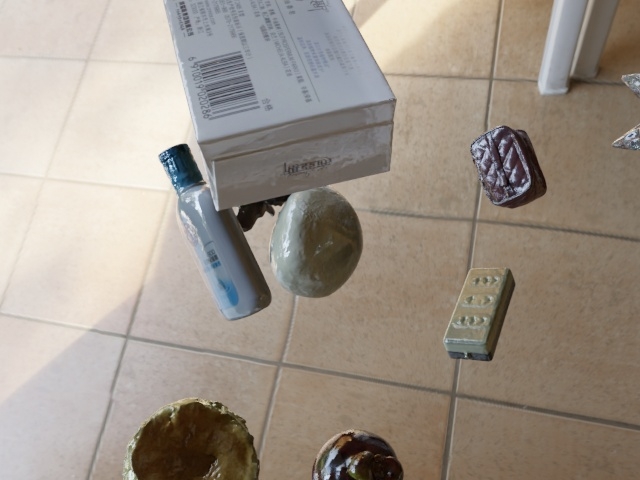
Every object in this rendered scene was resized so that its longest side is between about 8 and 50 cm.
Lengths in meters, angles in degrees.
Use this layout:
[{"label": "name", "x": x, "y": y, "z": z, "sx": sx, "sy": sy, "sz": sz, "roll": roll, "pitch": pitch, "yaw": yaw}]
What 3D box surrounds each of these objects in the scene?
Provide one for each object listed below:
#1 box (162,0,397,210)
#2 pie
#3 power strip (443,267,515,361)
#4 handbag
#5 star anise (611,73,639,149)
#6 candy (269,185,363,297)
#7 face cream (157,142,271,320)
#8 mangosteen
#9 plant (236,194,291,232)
[{"label": "box", "x": -0.055, "y": -0.187, "z": 0.685, "sx": 0.203, "sy": 0.116, "sz": 0.274, "roll": -15, "pitch": 55, "yaw": -9}, {"label": "pie", "x": -0.306, "y": 0.539, "z": 1.411, "sx": 0.339, "sy": 0.083, "sz": 0.340, "roll": 5, "pitch": 66, "yaw": -11}, {"label": "power strip", "x": 0.365, "y": 0.166, "z": 1.363, "sx": 0.105, "sy": 0.070, "sz": 0.257, "roll": -5, "pitch": 39, "yaw": 36}, {"label": "handbag", "x": 0.517, "y": -0.202, "z": 1.641, "sx": 0.146, "sy": 0.135, "sz": 0.225, "roll": -25, "pitch": 75, "yaw": 38}, {"label": "star anise", "x": 0.469, "y": -0.166, "z": 0.719, "sx": 0.230, "sy": 0.081, "sz": 0.263, "roll": -13, "pitch": 106, "yaw": 36}, {"label": "candy", "x": 0.000, "y": 0.000, "z": 1.377, "sx": 0.185, "sy": 0.295, "sz": 0.296, "roll": 8, "pitch": 72, "yaw": 19}, {"label": "face cream", "x": -0.203, "y": -0.017, "z": 1.105, "sx": 0.080, "sy": 0.163, "sz": 0.337, "roll": -26, "pitch": 93, "yaw": -34}, {"label": "mangosteen", "x": 0.062, "y": 0.376, "z": 0.958, "sx": 0.152, "sy": 0.152, "sz": 0.153, "roll": -4, "pitch": 70, "yaw": 11}, {"label": "plant", "x": -0.131, "y": -0.160, "z": 1.467, "sx": 0.234, "sy": 0.178, "sz": 0.204, "roll": -52, "pitch": 40, "yaw": 32}]
